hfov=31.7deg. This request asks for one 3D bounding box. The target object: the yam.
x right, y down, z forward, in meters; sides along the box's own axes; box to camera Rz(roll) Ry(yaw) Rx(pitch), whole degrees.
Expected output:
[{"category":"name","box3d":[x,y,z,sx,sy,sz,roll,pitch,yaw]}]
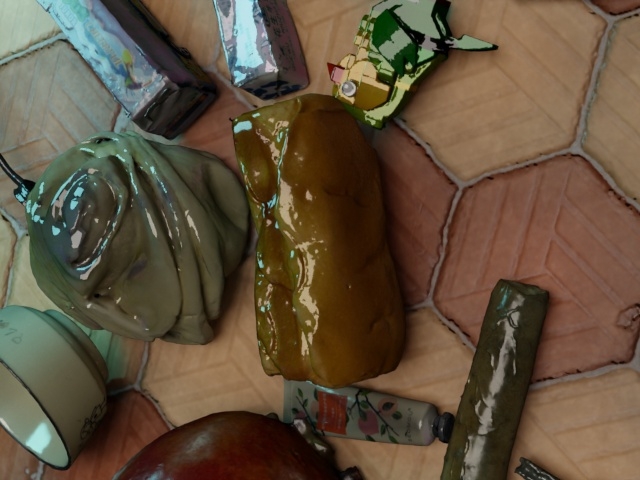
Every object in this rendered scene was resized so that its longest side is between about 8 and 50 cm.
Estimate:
[{"category":"yam","box3d":[0.189,0.229,1.306,0.083,0.083,0.371,12,93,24]}]

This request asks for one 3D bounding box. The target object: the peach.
[{"category":"peach","box3d":[-0.105,0.402,1.331,0.339,0.353,0.416,-20,44,14]}]

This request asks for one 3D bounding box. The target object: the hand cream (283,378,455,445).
[{"category":"hand cream","box3d":[0.052,0.213,1.387,0.234,0.050,0.080,4,94,30]}]

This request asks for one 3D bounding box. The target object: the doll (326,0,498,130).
[{"category":"doll","box3d":[0.097,-0.217,1.342,0.186,0.106,0.134,-42,84,18]}]

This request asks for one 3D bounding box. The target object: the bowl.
[{"category":"bowl","box3d":[-0.371,0.177,1.502,0.238,0.237,0.126,36,59,21]}]

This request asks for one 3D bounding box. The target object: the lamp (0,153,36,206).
[{"category":"lamp","box3d":[-0.478,-0.194,1.599,0.108,0.130,0.371,-46,70,7]}]

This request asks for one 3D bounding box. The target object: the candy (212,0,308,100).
[{"category":"candy","box3d":[-0.080,-0.264,1.431,0.073,0.092,0.160,-19,79,24]}]

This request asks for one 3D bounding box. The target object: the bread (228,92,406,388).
[{"category":"bread","box3d":[0.003,-0.001,1.334,0.149,0.195,0.343,-9,87,30]}]

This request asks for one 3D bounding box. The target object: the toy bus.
[{"category":"toy bus","box3d":[-0.279,-0.280,1.496,0.112,0.138,0.317,-45,74,15]}]

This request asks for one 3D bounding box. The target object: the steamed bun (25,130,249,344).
[{"category":"steamed bun","box3d":[-0.246,-0.005,1.437,0.280,0.207,0.267,12,93,22]}]

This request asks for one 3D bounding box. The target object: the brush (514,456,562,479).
[{"category":"brush","box3d":[0.354,0.330,1.231,0.323,0.070,0.051,31,97,23]}]
